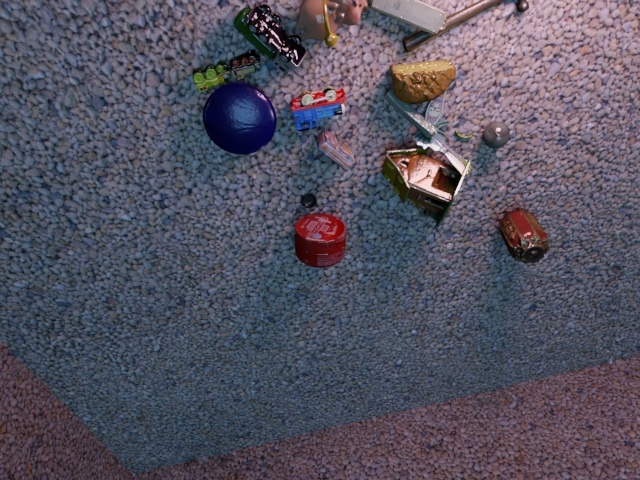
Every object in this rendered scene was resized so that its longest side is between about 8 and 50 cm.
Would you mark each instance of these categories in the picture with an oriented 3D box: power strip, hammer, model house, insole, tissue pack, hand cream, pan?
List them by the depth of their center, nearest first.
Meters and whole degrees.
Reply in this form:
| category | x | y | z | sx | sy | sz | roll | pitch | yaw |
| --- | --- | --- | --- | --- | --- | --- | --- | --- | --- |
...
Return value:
| category | x | y | z | sx | sy | sz | roll | pitch | yaw |
| --- | --- | --- | --- | --- | --- | --- | --- | --- | --- |
| power strip | 0.292 | -0.768 | 1.448 | 0.273 | 0.052 | 0.078 | 18 | 115 | -7 |
| hammer | 0.495 | -0.774 | 1.501 | 0.440 | 0.044 | 0.168 | -26 | 124 | 10 |
| insole | 0.449 | -0.533 | 1.664 | 0.066 | 0.004 | 0.197 | 12 | 112 | -8 |
| tissue pack | 0.060 | -0.353 | 1.692 | 0.155 | 0.115 | 0.065 | 34 | 117 | -27 |
| model house | 0.426 | -0.291 | 1.784 | 0.324 | 0.339 | 0.300 | 24 | 162 | 9 |
| hand cream | 0.000 | 0.000 | 1.865 | 0.231 | 0.230 | 0.149 | -4 | 125 | -4 |
| pan | -0.068 | -0.156 | 1.867 | 0.115 | 0.023 | 0.068 | -41 | 120 | 16 |

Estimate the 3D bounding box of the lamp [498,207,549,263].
| category | x | y | z | sx | sy | sz | roll | pitch | yaw |
| --- | --- | --- | --- | --- | --- | --- | --- | --- | --- |
| lamp | 0.898 | -0.022 | 1.930 | 0.177 | 0.273 | 0.176 | 2 | 128 | 3 |

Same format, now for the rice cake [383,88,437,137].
| category | x | y | z | sx | sy | sz | roll | pitch | yaw |
| --- | --- | --- | --- | --- | --- | --- | --- | --- | --- |
| rice cake | 0.341 | -0.479 | 1.646 | 0.245 | 0.045 | 0.042 | 38 | 77 | -10 |

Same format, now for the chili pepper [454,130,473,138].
| category | x | y | z | sx | sy | sz | roll | pitch | yaw |
| --- | --- | --- | --- | --- | --- | --- | --- | --- | --- |
| chili pepper | 0.581 | -0.429 | 1.765 | 0.084 | 0.017 | 0.030 | 14 | 120 | -15 |

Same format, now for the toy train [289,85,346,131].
| category | x | y | z | sx | sy | sz | roll | pitch | yaw |
| --- | --- | --- | --- | --- | --- | --- | --- | --- | --- |
| toy train | -0.007 | -0.492 | 1.609 | 0.204 | 0.082 | 0.130 | -10 | 125 | 2 |

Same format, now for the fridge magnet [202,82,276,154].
| category | x | y | z | sx | sy | sz | roll | pitch | yaw |
| --- | --- | --- | --- | --- | --- | --- | --- | --- | --- |
| fridge magnet | -0.293 | -0.441 | 1.589 | 0.266 | 0.112 | 0.265 | -3 | 124 | -5 |

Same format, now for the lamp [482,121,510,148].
| category | x | y | z | sx | sy | sz | roll | pitch | yaw |
| --- | --- | --- | --- | --- | --- | --- | --- | --- | --- |
| lamp | 0.701 | -0.420 | 1.735 | 0.105 | 0.105 | 0.105 | -3 | 125 | -5 |

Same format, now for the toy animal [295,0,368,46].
| category | x | y | z | sx | sy | sz | roll | pitch | yaw |
| --- | --- | --- | --- | --- | --- | --- | --- | --- | --- |
| toy animal | 0.035 | -0.741 | 1.408 | 0.248 | 0.149 | 0.165 | -32 | 139 | 6 |

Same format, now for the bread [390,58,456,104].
| category | x | y | z | sx | sy | sz | roll | pitch | yaw |
| --- | --- | --- | --- | --- | --- | --- | --- | --- | --- |
| bread | 0.365 | -0.575 | 1.574 | 0.229 | 0.143 | 0.139 | -6 | 136 | 1 |

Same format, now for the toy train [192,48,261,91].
| category | x | y | z | sx | sy | sz | roll | pitch | yaw |
| --- | --- | --- | --- | --- | --- | --- | --- | --- | --- |
| toy train | -0.325 | -0.592 | 1.520 | 0.250 | 0.053 | 0.085 | -17 | 133 | 4 |

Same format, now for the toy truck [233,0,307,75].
| category | x | y | z | sx | sy | sz | roll | pitch | yaw |
| --- | --- | --- | --- | --- | --- | --- | --- | --- | --- |
| toy truck | -0.170 | -0.670 | 1.446 | 0.243 | 0.101 | 0.125 | 37 | 156 | -26 |
